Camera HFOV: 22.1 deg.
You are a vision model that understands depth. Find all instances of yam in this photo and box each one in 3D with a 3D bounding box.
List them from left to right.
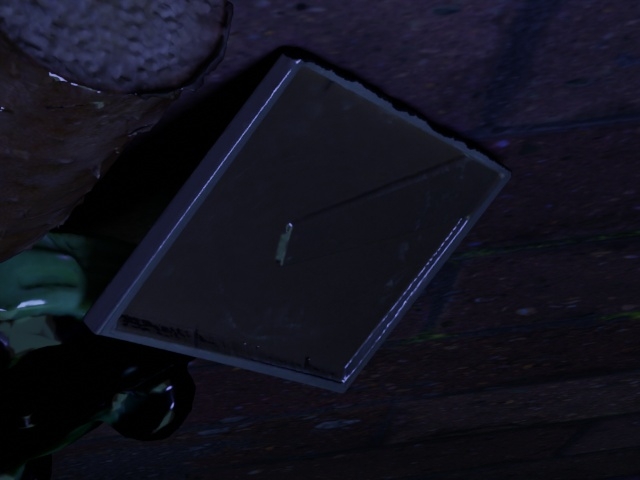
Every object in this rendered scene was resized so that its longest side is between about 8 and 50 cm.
[{"bbox_3d":[-0.135,-0.072,0.681,0.128,0.129,0.238,15,153,-22],"label":"yam"}]

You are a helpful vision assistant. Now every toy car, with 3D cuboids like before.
[{"bbox_3d":[-0.250,0.078,1.034,0.358,0.176,0.213,-32,152,30],"label":"toy car"}]

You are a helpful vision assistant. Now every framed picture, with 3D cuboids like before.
[{"bbox_3d":[-0.001,-0.001,0.975,0.192,0.018,0.265,-52,148,11],"label":"framed picture"}]
